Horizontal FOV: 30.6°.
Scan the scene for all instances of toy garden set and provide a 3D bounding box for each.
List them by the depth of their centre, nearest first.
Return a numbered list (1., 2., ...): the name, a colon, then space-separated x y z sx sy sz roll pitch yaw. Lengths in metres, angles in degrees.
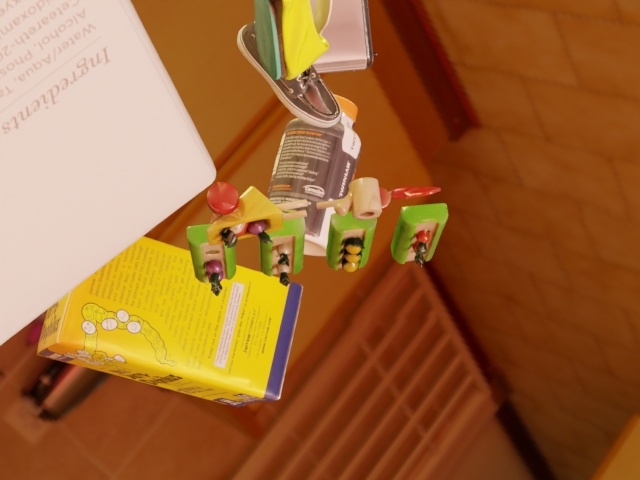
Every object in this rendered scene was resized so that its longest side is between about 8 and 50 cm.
1. toy garden set: 0.000 0.000 1.087 0.244 0.049 0.204 -6 160 -5

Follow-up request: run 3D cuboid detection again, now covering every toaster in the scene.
1. toaster: 0.005 -0.304 1.570 0.168 0.110 0.186 -122 25 -73

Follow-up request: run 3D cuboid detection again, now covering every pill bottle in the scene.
1. pill bottle: -0.009 -0.109 1.865 0.130 0.246 0.130 13 167 3

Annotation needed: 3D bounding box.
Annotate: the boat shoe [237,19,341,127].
1. boat shoe: -0.030 -0.176 1.236 0.142 0.049 0.040 43 155 -8

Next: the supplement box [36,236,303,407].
1. supplement box: -0.239 0.126 1.855 0.356 0.195 0.194 18 163 -18

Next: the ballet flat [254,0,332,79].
1. ballet flat: -0.028 -0.237 1.050 0.077 0.077 0.231 59 168 31

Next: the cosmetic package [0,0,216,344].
1. cosmetic package: -0.335 -0.146 0.809 0.329 0.327 0.394 43 167 34
